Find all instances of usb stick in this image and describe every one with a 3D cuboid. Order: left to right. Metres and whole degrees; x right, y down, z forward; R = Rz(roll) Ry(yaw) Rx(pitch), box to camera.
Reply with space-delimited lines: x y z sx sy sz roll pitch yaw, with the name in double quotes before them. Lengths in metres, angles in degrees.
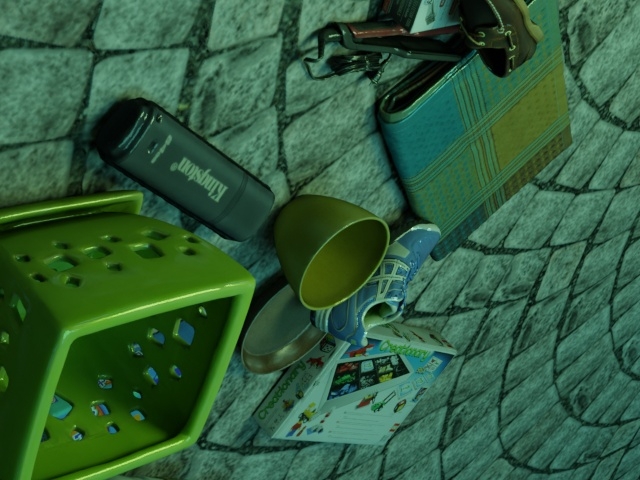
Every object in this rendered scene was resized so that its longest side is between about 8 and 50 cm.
"usb stick" -0.132 -0.067 1.395 0.077 0.045 0.278 -48 149 4

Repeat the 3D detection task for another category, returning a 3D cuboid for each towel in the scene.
"towel" 0.207 -0.145 1.731 0.271 0.040 0.370 -40 151 -8

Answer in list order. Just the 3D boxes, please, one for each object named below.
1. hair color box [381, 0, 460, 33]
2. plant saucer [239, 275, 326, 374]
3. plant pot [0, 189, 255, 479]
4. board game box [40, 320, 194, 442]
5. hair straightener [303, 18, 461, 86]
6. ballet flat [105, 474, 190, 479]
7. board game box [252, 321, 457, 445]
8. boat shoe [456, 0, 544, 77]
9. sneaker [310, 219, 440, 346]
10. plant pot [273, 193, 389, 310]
"hair color box" 0.153 -0.288 1.481 0.167 0.053 0.093 -18 141 -40
"plant saucer" -0.040 0.096 1.713 0.168 0.029 0.168 -32 147 -24
"plant pot" -0.230 0.082 1.292 0.228 0.207 0.227 -13 135 -43
"board game box" -0.234 0.197 1.576 0.210 0.047 0.160 -24 143 -31
"hair straightener" 0.070 -0.200 1.485 0.230 0.047 0.089 -15 137 -41
"ballet flat" -0.274 0.354 1.663 0.348 0.123 0.123 -26 144 -34
"board game box" 0.057 0.202 1.929 0.193 0.053 0.305 -53 149 12
"boat shoe" 0.185 -0.234 1.458 0.073 0.073 0.207 -50 150 3
"sneaker" 0.085 0.057 1.721 0.211 0.081 0.080 -43 150 -21
"plant pot" 0.000 0.000 1.585 0.134 0.095 0.134 -30 146 -24
